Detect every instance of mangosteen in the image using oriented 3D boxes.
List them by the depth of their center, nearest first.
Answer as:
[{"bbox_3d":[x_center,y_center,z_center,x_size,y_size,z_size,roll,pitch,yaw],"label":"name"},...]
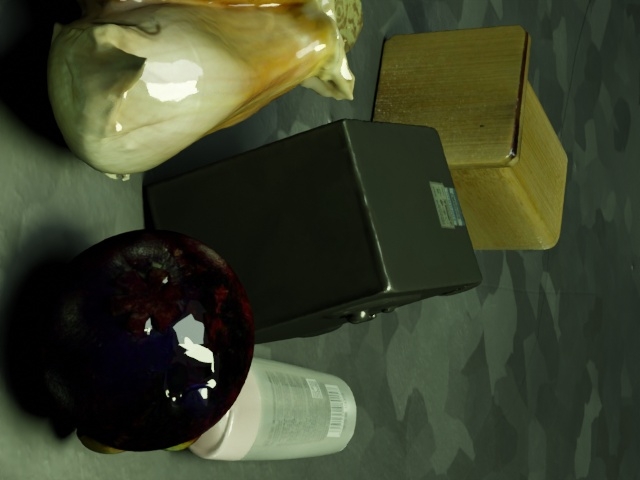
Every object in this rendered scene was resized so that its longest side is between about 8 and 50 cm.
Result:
[{"bbox_3d":[-0.148,0.099,1.435,0.230,0.194,0.194,92,12,-57],"label":"mangosteen"}]

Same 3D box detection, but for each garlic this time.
[{"bbox_3d":[-0.126,-0.196,1.450,0.313,0.249,0.286,-17,121,-41],"label":"garlic"}]

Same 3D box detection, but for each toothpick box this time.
[{"bbox_3d":[0.206,-0.115,2.127,0.308,0.190,0.187,47,46,-57],"label":"toothpick box"}]

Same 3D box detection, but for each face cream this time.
[{"bbox_3d":[-0.052,0.172,1.710,0.269,0.073,0.107,15,64,-62],"label":"face cream"}]

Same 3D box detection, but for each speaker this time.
[{"bbox_3d":[0.000,0.000,1.630,0.254,0.232,0.184,-2,77,-64],"label":"speaker"}]

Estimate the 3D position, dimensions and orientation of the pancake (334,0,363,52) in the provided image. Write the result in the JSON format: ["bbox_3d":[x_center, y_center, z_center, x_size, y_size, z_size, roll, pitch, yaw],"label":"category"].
[{"bbox_3d":[0.000,-0.321,1.893,0.212,0.029,0.235,28,63,-58],"label":"pancake"}]
